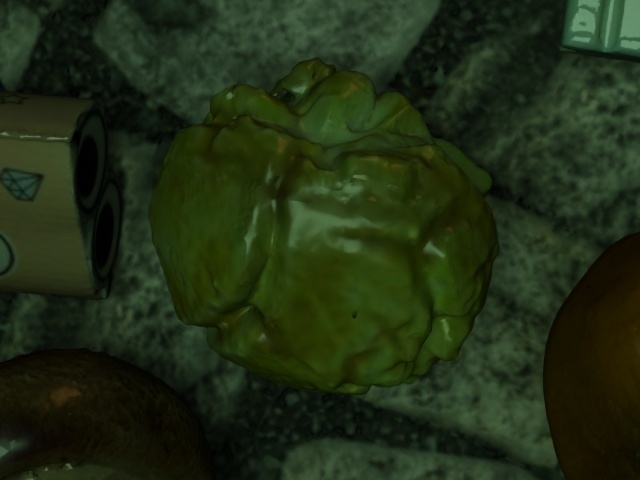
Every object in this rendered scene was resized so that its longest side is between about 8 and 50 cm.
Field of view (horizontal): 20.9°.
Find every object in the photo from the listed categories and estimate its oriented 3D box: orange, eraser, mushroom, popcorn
[{"bbox_3d":[0.253,0.098,1.066,0.249,0.183,0.249,-2,76,6],"label":"orange"},{"bbox_3d":[-0.287,-0.041,1.155,0.291,0.087,0.171,6,140,8],"label":"eraser"},{"bbox_3d":[-0.184,0.180,1.119,0.253,0.253,0.153,-53,44,9],"label":"mushroom"},{"bbox_3d":[0.000,0.000,1.096,0.221,0.183,0.204,27,128,3],"label":"popcorn"}]

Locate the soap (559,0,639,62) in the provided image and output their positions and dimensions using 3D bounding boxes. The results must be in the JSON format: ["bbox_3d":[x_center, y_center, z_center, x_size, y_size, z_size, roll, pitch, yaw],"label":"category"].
[{"bbox_3d":[0.224,-0.211,1.100,0.119,0.066,0.198,9,96,5],"label":"soap"}]

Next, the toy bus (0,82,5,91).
[{"bbox_3d":[-0.283,-0.148,1.188,0.061,0.051,0.153,-40,88,15],"label":"toy bus"}]
